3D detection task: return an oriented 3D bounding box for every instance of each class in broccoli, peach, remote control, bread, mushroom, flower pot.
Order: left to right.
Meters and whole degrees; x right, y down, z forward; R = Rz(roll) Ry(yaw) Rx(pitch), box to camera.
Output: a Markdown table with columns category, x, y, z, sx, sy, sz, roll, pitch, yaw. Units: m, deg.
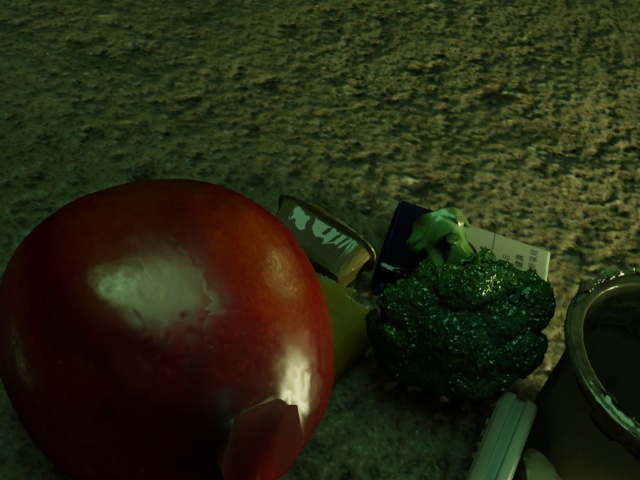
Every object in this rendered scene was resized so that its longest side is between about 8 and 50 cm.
| category | x | y | z | sx | sy | sz | roll | pitch | yaw |
| --- | --- | --- | --- | --- | --- | --- | --- | --- | --- |
| peach | -0.163 | 0.124 | 0.948 | 0.388 | 0.388 | 0.388 | 8 | 47 | -9 |
| bread | -0.015 | 0.133 | 1.165 | 0.134 | 0.085 | 0.173 | 37 | 49 | 18 |
| broccoli | 0.186 | 0.081 | 1.136 | 0.269 | 0.270 | 0.270 | 1 | 61 | -15 |
| remote control | 0.192 | 0.319 | 1.040 | 0.055 | 0.103 | 0.277 | 23 | 46 | 15 |
| mushroom | 0.308 | 0.359 | 1.042 | 0.072 | 0.094 | 0.210 | -27 | 59 | -27 |
| flower pot | 0.401 | 0.217 | 1.086 | 0.290 | 0.259 | 0.290 | 9 | 46 | -9 |

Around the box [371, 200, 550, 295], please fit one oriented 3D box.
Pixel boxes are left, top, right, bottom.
| category | x | y | z | sx | sy | sz | roll | pitch | yaw |
| --- | --- | --- | --- | --- | --- | --- | --- | --- | --- |
| box | 0.219 | 0.047 | 1.319 | 0.259 | 0.071 | 0.168 | 20 | 47 | 1 |

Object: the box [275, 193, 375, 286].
| category | x | y | z | sx | sy | sz | roll | pitch | yaw |
| --- | --- | --- | --- | --- | --- | --- | --- | --- | --- |
| box | 0.000 | 0.000 | 1.284 | 0.177 | 0.111 | 0.111 | 33 | 48 | 14 |
